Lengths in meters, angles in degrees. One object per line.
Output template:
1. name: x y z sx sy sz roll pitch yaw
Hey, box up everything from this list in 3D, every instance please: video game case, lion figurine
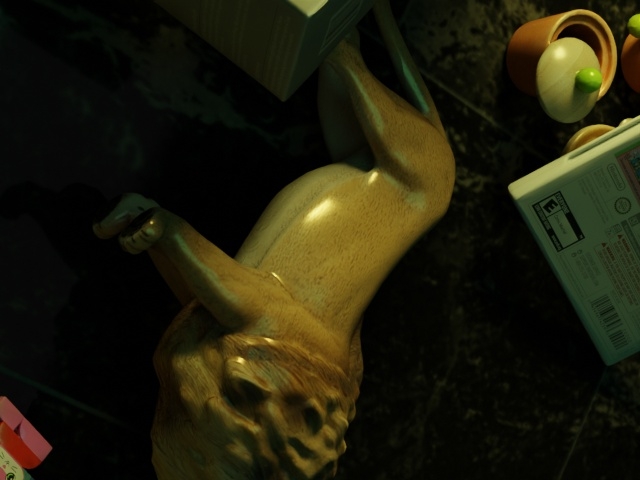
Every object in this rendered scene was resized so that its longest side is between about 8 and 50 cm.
1. video game case: 0.275 -0.012 1.142 0.193 0.023 0.212 -28 126 9
2. lion figurine: 0.000 0.000 0.973 0.240 0.142 0.392 46 74 -22

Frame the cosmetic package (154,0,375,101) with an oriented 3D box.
1. cosmetic package: -0.077 -0.205 0.851 0.238 0.127 0.107 41 73 4

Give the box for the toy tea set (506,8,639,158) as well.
1. toy tea set: 0.302 -0.097 1.166 0.336 0.124 0.200 -2 98 -32

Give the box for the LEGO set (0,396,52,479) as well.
1. LEGO set: -0.181 0.211 0.918 0.227 0.087 0.093 54 53 -26
